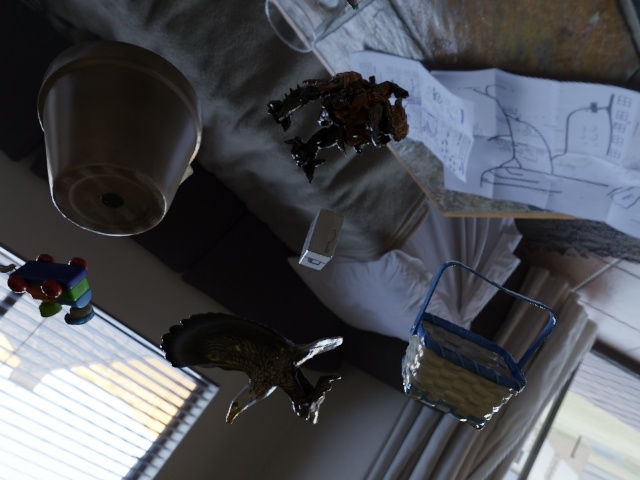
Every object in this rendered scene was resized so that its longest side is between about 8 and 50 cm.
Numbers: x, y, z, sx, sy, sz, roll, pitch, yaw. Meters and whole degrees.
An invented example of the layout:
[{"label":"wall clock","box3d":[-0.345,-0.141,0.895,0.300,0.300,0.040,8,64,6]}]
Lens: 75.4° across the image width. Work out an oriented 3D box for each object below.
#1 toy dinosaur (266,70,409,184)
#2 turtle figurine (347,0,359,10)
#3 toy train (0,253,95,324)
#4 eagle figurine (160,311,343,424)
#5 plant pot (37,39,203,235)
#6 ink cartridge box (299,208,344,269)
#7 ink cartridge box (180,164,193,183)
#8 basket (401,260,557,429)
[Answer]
[{"label":"toy dinosaur","box3d":[0.033,-0.228,0.749,0.164,0.218,0.322,59,178,-20]},{"label":"turtle figurine","box3d":[0.170,-0.728,1.099,0.234,0.175,0.118,-25,111,39]},{"label":"toy train","box3d":[-0.645,0.115,0.949,0.247,0.105,0.144,5,122,10]},{"label":"eagle figurine","box3d":[-0.126,0.237,0.798,0.298,0.225,0.227,32,120,19]},{"label":"plant pot","box3d":[-0.399,-0.176,0.828,0.323,0.322,0.281,55,-163,-50]},{"label":"ink cartridge box","box3d":[0.000,0.000,1.008,0.063,0.109,0.150,19,162,-5]},{"label":"ink cartridge box","box3d":[-0.489,-0.189,1.153,0.088,0.235,0.193,31,157,16]},{"label":"basket","box3d":[0.306,0.213,0.866,0.254,0.289,0.201,28,-163,2]}]
